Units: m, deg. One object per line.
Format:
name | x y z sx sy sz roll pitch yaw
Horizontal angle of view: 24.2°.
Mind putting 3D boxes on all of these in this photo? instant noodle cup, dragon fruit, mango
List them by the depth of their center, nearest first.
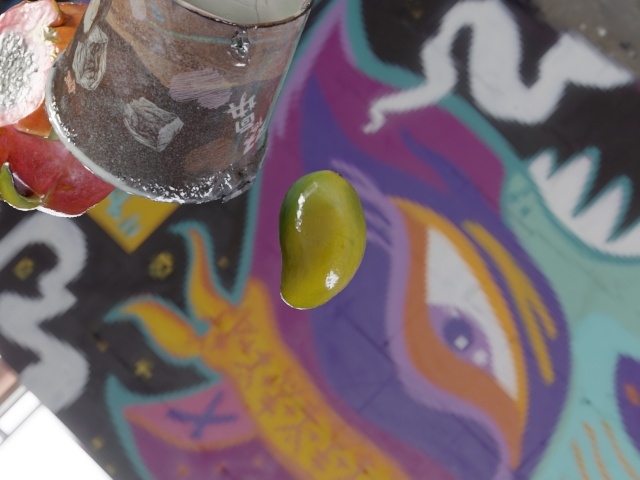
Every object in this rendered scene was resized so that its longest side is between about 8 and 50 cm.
instant noodle cup | -0.114 -0.176 1.304 0.217 0.217 0.207 43 136 14
dragon fruit | -0.355 -0.177 1.920 0.189 0.291 0.290 22 -168 -45
mango | 0.003 -0.002 2.028 0.085 0.122 0.191 57 -151 -74
